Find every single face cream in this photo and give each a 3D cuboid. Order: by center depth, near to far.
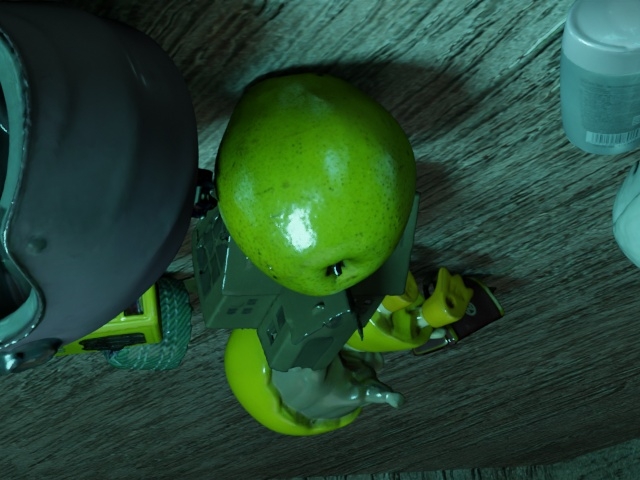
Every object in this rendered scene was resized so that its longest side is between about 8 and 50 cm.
[{"bbox_3d":[0.266,-0.151,1.458,0.107,0.073,0.269,-13,164,3],"label":"face cream"}]

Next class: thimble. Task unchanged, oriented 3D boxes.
[{"bbox_3d":[-0.220,0.103,2.054,0.090,0.118,0.135,5,176,-23],"label":"thimble"}]

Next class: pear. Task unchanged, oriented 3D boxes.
[{"bbox_3d":[-0.002,-0.052,1.475,0.198,0.198,0.198,-7,164,-2],"label":"pear"}]

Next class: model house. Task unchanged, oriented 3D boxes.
[{"bbox_3d":[0.000,0.000,1.695,0.211,0.204,0.243,0,146,-24],"label":"model house"}]

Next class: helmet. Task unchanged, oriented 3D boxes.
[{"bbox_3d":[-0.212,-0.044,1.279,0.197,0.271,0.338,-10,149,-30],"label":"helmet"}]

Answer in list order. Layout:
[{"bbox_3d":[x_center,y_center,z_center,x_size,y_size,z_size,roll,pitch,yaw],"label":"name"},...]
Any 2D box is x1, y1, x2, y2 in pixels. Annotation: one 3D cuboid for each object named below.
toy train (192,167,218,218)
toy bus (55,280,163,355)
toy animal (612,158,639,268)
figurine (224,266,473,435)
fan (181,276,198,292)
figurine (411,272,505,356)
[{"bbox_3d":[-0.169,-0.055,1.458,0.127,0.089,0.219,5,-174,-45],"label":"toy train"},{"bbox_3d":[-0.338,0.058,1.777,0.331,0.151,0.145,-7,167,-4],"label":"toy bus"},{"bbox_3d":[0.414,-0.046,1.663,0.272,0.206,0.265,6,156,-45],"label":"toy animal"},{"bbox_3d":[0.024,0.130,2.146,0.215,0.187,0.344,33,134,-23],"label":"figurine"},{"bbox_3d":[-0.089,0.061,2.167,0.240,0.009,0.131,8,156,-42],"label":"fan"},{"bbox_3d":[0.179,0.087,2.239,0.154,0.098,0.082,-27,179,-44],"label":"figurine"}]
